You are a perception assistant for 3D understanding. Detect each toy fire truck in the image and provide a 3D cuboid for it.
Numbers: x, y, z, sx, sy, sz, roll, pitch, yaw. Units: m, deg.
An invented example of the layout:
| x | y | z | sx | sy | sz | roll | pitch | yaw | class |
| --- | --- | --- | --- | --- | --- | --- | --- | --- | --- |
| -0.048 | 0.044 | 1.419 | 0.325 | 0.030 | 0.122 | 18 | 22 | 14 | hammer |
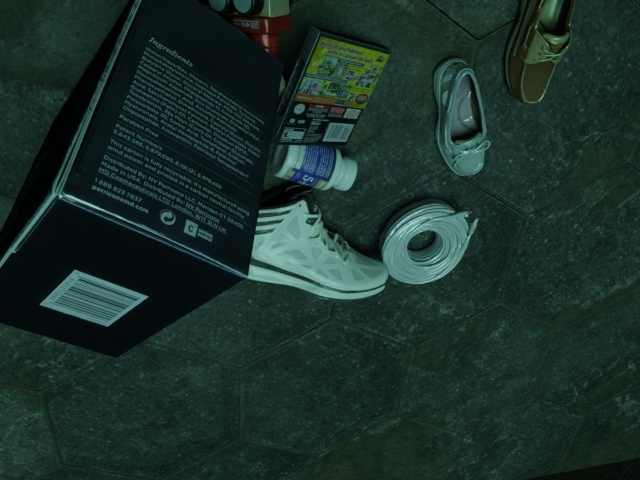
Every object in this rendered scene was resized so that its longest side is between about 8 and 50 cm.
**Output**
| x | y | z | sx | sy | sz | roll | pitch | yaw | class |
| --- | --- | --- | --- | --- | --- | --- | --- | --- | --- |
| -0.148 | -0.386 | 1.129 | 0.158 | 0.217 | 0.246 | -35 | 132 | -47 | toy fire truck |

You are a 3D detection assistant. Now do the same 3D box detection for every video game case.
| x | y | z | sx | sy | sz | roll | pitch | yaw | class |
| --- | --- | --- | --- | --- | --- | --- | --- | --- | --- |
| 0.022 | -0.324 | 1.243 | 0.275 | 0.035 | 0.248 | -12 | 135 | -52 | video game case |

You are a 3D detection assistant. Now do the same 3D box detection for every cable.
| x | y | z | sx | sy | sz | roll | pitch | yaw | class |
| --- | --- | --- | --- | --- | --- | --- | --- | --- | --- |
| 0.290 | 0.004 | 1.598 | 0.257 | 0.089 | 0.257 | 3 | 123 | -17 | cable |

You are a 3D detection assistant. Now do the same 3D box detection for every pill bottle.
| x | y | z | sx | sy | sz | roll | pitch | yaw | class |
| --- | --- | --- | --- | --- | --- | --- | --- | --- | --- |
| -0.011 | -0.183 | 1.369 | 0.187 | 0.112 | 0.112 | 14 | 118 | -23 | pill bottle |

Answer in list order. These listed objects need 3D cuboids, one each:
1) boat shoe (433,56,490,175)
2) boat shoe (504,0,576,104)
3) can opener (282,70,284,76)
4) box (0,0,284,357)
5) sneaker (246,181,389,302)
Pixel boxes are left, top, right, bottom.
| x | y | z | sx | sy | sz | roll | pitch | yaw | class |
| --- | --- | --- | --- | --- | --- | --- | --- | --- | --- |
| 0.355 | -0.289 | 1.407 | 0.118 | 0.103 | 0.320 | -18 | 126 | -3 | boat shoe |
| 0.516 | -0.471 | 1.319 | 0.123 | 0.120 | 0.324 | -11 | 125 | -9 | boat shoe |
| -0.163 | -0.281 | 1.301 | 0.095 | 0.076 | 0.283 | 0 | 130 | -55 | can opener |
| -0.338 | -0.104 | 1.010 | 0.297 | 0.471 | 0.480 | 27 | 141 | -31 | box |
| 0.000 | 0.000 | 1.453 | 0.448 | 0.169 | 0.257 | 11 | 121 | -16 | sneaker |
